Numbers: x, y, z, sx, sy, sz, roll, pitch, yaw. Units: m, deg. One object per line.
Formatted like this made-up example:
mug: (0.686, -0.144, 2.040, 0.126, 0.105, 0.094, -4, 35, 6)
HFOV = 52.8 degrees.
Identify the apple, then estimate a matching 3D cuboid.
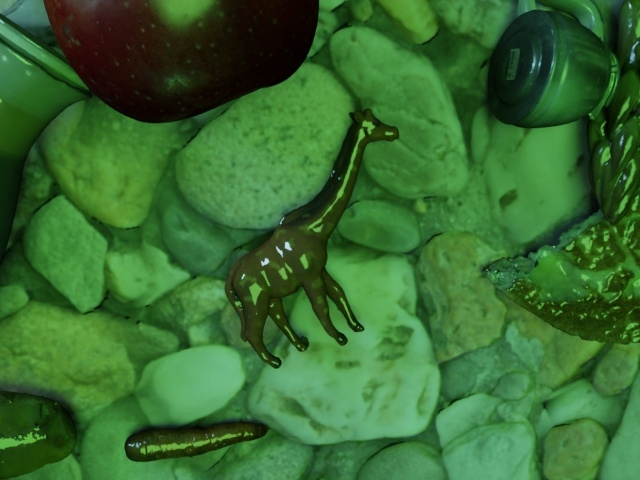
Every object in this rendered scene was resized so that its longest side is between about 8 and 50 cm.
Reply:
apple: (-0.111, -0.203, 0.525, 0.218, 0.218, 0.201, -27, 104, 2)

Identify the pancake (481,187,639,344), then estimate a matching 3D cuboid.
pancake: (0.367, 0.019, 0.725, 0.377, 0.054, 0.197, -2, 107, -8)

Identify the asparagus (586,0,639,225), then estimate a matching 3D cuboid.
asparagus: (0.319, -0.157, 0.659, 0.080, 0.080, 0.287, 6, 96, -8)

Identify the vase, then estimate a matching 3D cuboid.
vase: (-0.337, -0.045, 0.577, 0.173, 0.173, 0.321, 33, 95, -13)

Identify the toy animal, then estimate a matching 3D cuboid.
toy animal: (0.000, 0.000, 0.672, 0.224, 0.066, 0.229, -19, 101, -1)

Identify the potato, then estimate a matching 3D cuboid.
potato: (-0.356, 0.211, 0.680, 0.188, 0.085, 0.105, -3, 107, -10)

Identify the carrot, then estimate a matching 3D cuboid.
carrot: (-0.140, 0.227, 0.733, 0.165, 0.035, 0.035, -4, 105, -8)

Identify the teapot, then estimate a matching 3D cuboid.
teapot: (0.232, -0.176, 0.644, 0.108, 0.149, 0.111, 7, 141, -18)
